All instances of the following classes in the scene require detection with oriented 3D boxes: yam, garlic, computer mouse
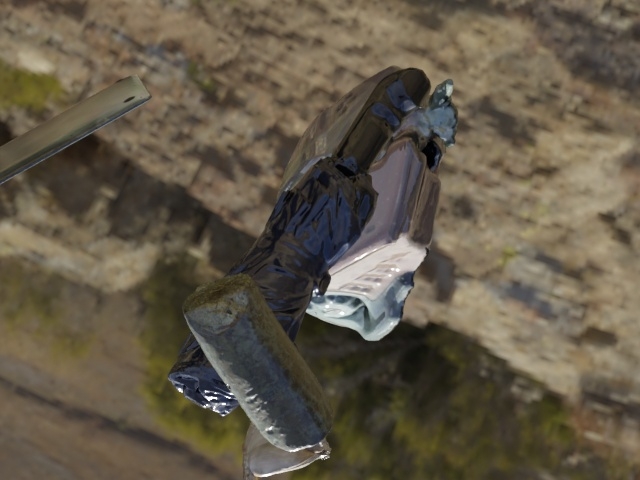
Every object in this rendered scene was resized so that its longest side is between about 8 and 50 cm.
[{"bbox_3d":[-0.031,0.062,0.782,0.043,0.043,0.094,-5,127,41],"label":"yam"},{"bbox_3d":[-0.038,0.205,1.583,0.094,0.113,0.074,-11,113,-1],"label":"garlic"},{"bbox_3d":[0.028,-0.036,1.342,0.114,0.200,0.389,4,156,-12],"label":"computer mouse"}]

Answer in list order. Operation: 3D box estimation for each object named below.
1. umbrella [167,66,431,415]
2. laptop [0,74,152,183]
[{"bbox_3d":[-0.005,-0.001,0.948,0.071,0.248,0.071,28,160,11],"label":"umbrella"},{"bbox_3d":[-0.301,-0.098,1.626,0.015,0.269,0.187,61,176,-17],"label":"laptop"}]
